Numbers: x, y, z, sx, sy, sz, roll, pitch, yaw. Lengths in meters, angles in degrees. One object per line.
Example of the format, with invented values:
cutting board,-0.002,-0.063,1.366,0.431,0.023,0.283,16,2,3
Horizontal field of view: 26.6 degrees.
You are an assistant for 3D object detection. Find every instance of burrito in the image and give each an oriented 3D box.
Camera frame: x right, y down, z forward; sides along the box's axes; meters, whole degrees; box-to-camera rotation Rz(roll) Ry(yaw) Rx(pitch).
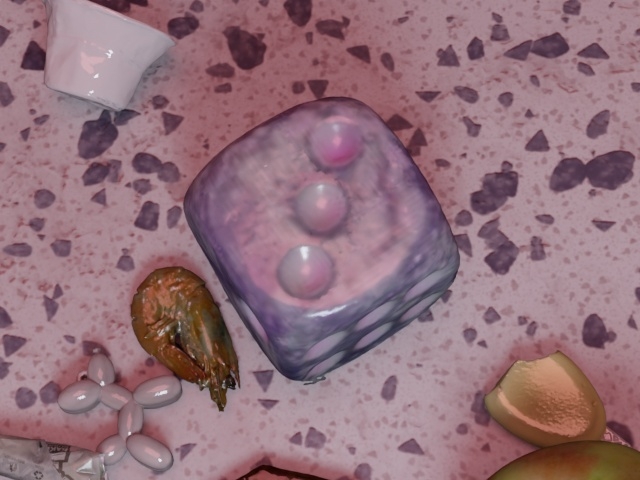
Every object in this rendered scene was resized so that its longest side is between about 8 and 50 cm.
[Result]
burrito,-0.365,0.283,1.733,0.203,0.064,0.064,11,72,17

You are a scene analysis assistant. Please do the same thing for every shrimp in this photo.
shrimp,-0.178,0.134,1.800,0.115,0.051,0.217,-28,74,-1

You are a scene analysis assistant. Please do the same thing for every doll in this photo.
doll,-0.264,0.221,1.768,0.160,0.059,0.161,4,72,1

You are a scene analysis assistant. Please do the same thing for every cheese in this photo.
cheese,0.343,0.243,1.755,0.255,0.050,0.127,36,74,10

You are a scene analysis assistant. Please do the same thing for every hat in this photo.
hat,-0.311,-0.254,1.879,0.203,0.203,0.126,17,88,6

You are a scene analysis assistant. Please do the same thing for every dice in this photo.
dice,0.000,0.000,1.724,0.270,0.270,0.271,-31,74,-8

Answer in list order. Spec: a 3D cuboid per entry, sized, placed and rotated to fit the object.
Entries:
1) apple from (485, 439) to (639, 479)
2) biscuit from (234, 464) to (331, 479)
apple,0.311,0.395,1.578,0.319,0.277,0.319,-14,51,18
biscuit,-0.050,0.459,1.692,0.359,0.046,0.359,0,72,0
